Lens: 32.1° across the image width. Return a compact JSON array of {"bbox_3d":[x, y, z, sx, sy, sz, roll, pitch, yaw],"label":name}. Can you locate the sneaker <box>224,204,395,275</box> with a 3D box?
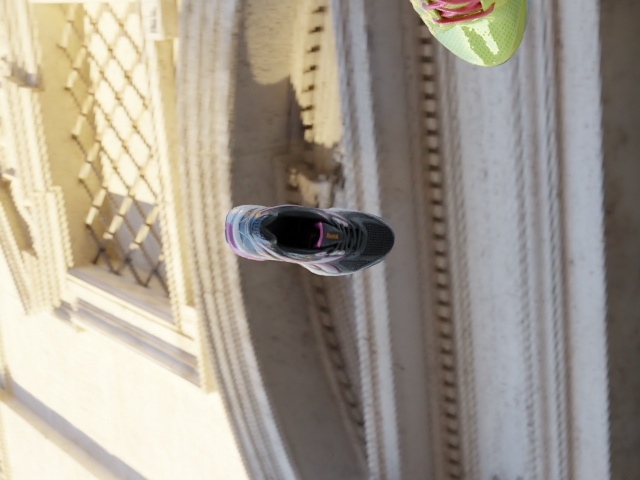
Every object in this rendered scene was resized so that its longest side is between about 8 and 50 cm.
[{"bbox_3d":[0.000,0.000,1.096,0.178,0.077,0.072,0,-91,-28],"label":"sneaker"}]

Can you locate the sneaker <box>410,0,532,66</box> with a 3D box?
[{"bbox_3d":[0.072,-0.173,0.679,0.208,0.081,0.094,55,-144,-43],"label":"sneaker"}]
